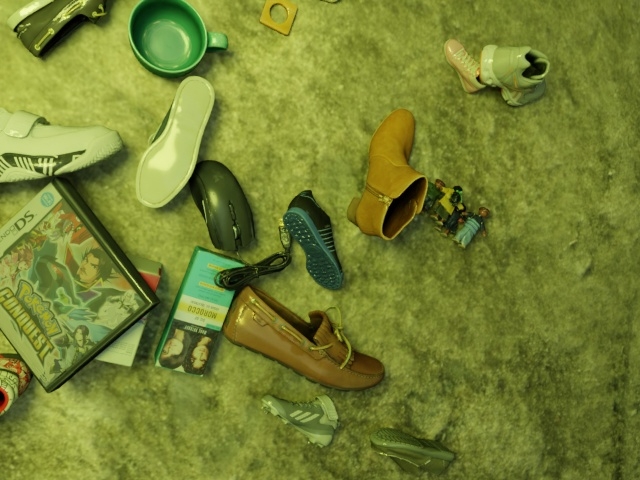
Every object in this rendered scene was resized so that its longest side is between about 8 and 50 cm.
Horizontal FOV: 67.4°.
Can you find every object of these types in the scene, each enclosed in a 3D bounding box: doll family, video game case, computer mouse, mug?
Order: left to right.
[{"bbox_3d":[-0.449,0.075,0.818,0.248,0.035,0.275,-39,86,6],"label":"video game case"},{"bbox_3d":[-0.263,-0.352,0.865,0.157,0.097,0.130,32,87,-22],"label":"mug"},{"bbox_3d":[-0.144,-0.045,0.949,0.183,0.060,0.262,-14,86,-31],"label":"computer mouse"},{"bbox_3d":[0.317,-0.070,1.133,0.193,0.076,0.111,43,79,-25],"label":"doll family"}]

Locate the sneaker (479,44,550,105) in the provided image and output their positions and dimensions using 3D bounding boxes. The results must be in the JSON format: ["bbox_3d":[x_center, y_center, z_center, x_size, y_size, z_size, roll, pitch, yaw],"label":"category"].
[{"bbox_3d":[0.465,-0.366,1.077,0.262,0.121,0.100,1,99,-44],"label":"sneaker"}]

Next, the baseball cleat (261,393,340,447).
[{"bbox_3d":[-0.040,0.382,1.091,0.206,0.072,0.110,44,70,-25],"label":"baseball cleat"}]

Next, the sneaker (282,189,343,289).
[{"bbox_3d":[0.000,0.000,1.027,0.232,0.081,0.091,64,37,-34],"label":"sneaker"}]

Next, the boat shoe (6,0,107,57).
[{"bbox_3d":[-0.411,-0.398,0.818,0.227,0.081,0.069,-34,111,-4],"label":"boat shoe"}]

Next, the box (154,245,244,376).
[{"bbox_3d":[-0.246,0.143,0.973,0.100,0.060,0.245,20,91,-21],"label":"box"}]

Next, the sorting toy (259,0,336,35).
[{"bbox_3d":[-0.037,-0.582,0.933,0.195,0.047,0.348,6,97,-20],"label":"sorting toy"}]

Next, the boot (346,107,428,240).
[{"bbox_3d":[0.165,-0.142,0.990,0.104,0.211,0.295,25,90,-22],"label":"boot"}]

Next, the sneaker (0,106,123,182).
[{"bbox_3d":[-0.527,-0.198,0.775,0.365,0.137,0.211,-12,106,-14],"label":"sneaker"}]

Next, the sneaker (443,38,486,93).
[{"bbox_3d":[0.334,-0.398,1.083,0.051,0.070,0.134,-37,108,-8],"label":"sneaker"}]

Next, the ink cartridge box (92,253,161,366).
[{"bbox_3d":[-0.357,0.126,0.894,0.072,0.127,0.175,18,92,-20],"label":"ink cartridge box"}]

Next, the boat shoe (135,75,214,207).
[{"bbox_3d":[-0.272,-0.182,0.899,0.095,0.079,0.255,18,90,-17],"label":"boat shoe"}]

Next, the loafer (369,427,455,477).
[{"bbox_3d":[0.223,0.534,1.185,0.251,0.094,0.088,23,86,-21],"label":"loafer"}]

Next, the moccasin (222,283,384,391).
[{"bbox_3d":[-0.017,0.208,1.034,0.379,0.139,0.147,30,97,-12],"label":"moccasin"}]

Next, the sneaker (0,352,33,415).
[{"bbox_3d":[-0.646,0.250,0.804,0.269,0.145,0.090,2,98,-19],"label":"sneaker"}]
